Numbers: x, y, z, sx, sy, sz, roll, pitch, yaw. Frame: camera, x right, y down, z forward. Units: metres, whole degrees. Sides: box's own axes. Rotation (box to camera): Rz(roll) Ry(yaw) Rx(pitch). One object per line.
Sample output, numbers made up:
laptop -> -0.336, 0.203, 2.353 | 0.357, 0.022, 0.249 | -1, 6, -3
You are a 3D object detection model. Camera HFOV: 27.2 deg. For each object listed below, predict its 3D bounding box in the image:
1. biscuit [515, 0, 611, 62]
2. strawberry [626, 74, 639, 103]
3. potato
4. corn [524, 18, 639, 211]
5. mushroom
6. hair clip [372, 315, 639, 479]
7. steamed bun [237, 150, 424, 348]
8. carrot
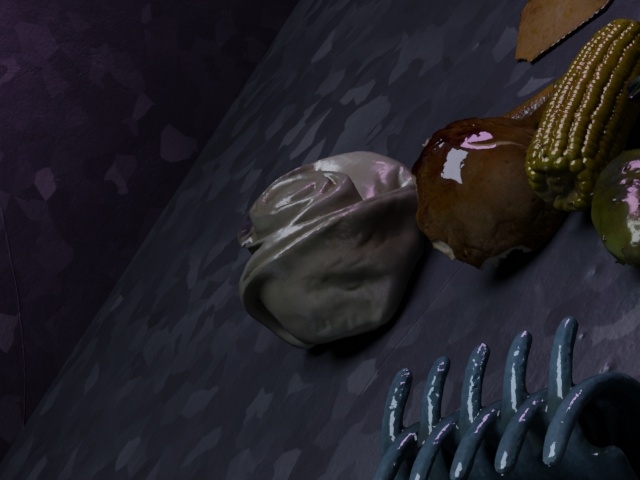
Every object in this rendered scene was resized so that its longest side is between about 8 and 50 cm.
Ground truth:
biscuit -> 0.439, -0.424, 2.381 | 0.232, 0.013, 0.237 | -36, 24, 35
strawberry -> 0.536, -0.239, 1.739 | 0.286, 0.106, 0.188 | -39, 24, -5
potato -> 0.402, -0.040, 1.682 | 0.117, 0.090, 0.225 | -45, 17, 28
corn -> 0.393, -0.186, 1.895 | 0.131, 0.131, 0.344 | -26, 24, 49
mushroom -> 0.254, -0.090, 2.010 | 0.302, 0.233, 0.208 | -72, -16, -73
hair clip -> 0.226, 0.240, 1.370 | 0.318, 0.238, 0.392 | -24, 33, 47
steamed bun -> 0.000, 0.000, 2.238 | 0.342, 0.255, 0.368 | -32, 29, 38
carrot -> 0.349, -0.203, 2.114 | 0.260, 0.070, 0.070 | -35, 25, 36
